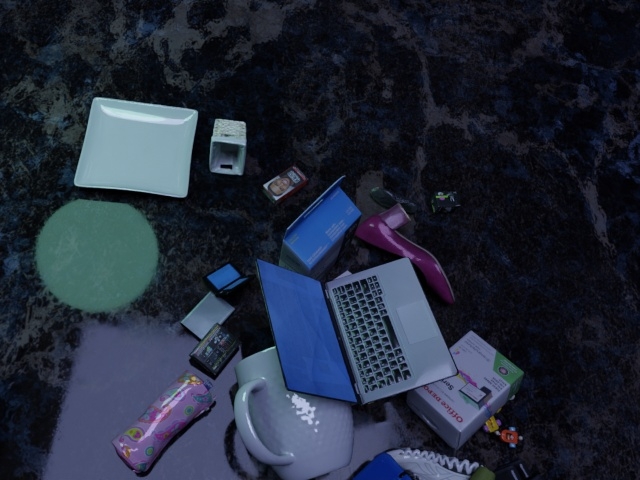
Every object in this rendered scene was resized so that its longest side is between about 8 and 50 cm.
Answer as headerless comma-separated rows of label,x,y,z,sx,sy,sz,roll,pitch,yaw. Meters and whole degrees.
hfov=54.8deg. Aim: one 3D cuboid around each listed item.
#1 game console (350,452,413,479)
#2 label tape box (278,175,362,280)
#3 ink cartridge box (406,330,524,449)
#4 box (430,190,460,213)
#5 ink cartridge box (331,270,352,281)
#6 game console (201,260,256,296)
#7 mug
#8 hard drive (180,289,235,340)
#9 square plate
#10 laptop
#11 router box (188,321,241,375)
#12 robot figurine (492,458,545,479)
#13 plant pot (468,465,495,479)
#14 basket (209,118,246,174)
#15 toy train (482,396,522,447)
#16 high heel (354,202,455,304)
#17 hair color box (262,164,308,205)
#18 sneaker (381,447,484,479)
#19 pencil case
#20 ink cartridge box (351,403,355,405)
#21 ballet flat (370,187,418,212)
game console,0.161,0.763,1.620,0.293,0.173,0.250,-40,46,-10
label tape box,0.000,0.000,1.814,0.115,0.347,0.249,39,64,10
ink cartridge box,0.415,0.429,1.791,0.278,0.117,0.201,-34,54,-24
box,0.431,-0.132,2.137,0.083,0.052,0.062,-3,64,-14
ink cartridge box,0.095,0.208,1.788,0.160,0.092,0.219,-31,53,-31
game console,-0.274,0.111,1.850,0.122,0.107,0.071,-34,103,-37
mug,-0.079,0.448,1.585,0.374,0.276,0.328,11,56,-56
hard drive,-0.331,0.224,1.820,0.094,0.022,0.135,37,63,8
square plate,-0.590,-0.298,2.009,0.344,0.049,0.347,6,63,-9
laptop,0.090,0.193,1.574,0.408,0.236,0.382,-18,54,0
router box,-0.301,0.310,1.762,0.092,0.038,0.122,44,63,-9
robot figurine,0.565,0.743,1.665,0.209,0.173,0.278,-20,69,-14
plant pot,0.431,0.654,1.658,0.083,0.083,0.079,35,63,7
basket,-0.299,-0.305,2.008,0.113,0.167,0.103,6,59,-9
toy train,0.533,0.530,1.840,0.125,0.046,0.166,10,63,-13
high heel,0.276,0.074,1.999,0.181,0.127,0.377,-33,77,6
hair color box,-0.117,-0.185,2.054,0.141,0.043,0.072,-37,77,-24
sneaker,0.307,0.645,1.706,0.292,0.110,0.118,15,71,-4
pencil case,-0.409,0.474,1.629,0.124,0.124,0.284,42,62,10
ink cartridge box,0.169,0.302,1.808,0.307,0.072,0.303,-12,44,-18
ballet flat,0.253,-0.136,2.114,0.173,0.049,0.057,22,107,0
